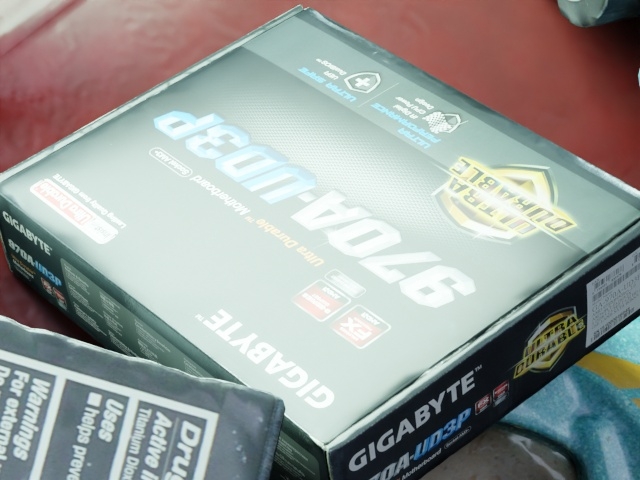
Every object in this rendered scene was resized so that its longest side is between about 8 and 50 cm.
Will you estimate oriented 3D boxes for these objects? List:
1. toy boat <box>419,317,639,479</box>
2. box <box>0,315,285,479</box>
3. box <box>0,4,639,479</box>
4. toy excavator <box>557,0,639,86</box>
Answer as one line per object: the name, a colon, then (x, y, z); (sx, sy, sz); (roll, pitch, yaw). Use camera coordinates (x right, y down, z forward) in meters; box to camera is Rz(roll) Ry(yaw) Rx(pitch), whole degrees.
toy boat: (0.109, 0.167, 0.790); (0.267, 0.148, 0.318); (-11, 77, -23)
box: (-0.201, 0.164, 0.657); (0.294, 0.183, 0.296); (18, 69, -12)
box: (0.000, 0.000, 0.791); (0.175, 0.051, 0.220); (-32, 46, -26)
toy excavator: (0.274, -0.054, 0.855); (0.222, 0.433, 0.445); (-15, 52, -16)
